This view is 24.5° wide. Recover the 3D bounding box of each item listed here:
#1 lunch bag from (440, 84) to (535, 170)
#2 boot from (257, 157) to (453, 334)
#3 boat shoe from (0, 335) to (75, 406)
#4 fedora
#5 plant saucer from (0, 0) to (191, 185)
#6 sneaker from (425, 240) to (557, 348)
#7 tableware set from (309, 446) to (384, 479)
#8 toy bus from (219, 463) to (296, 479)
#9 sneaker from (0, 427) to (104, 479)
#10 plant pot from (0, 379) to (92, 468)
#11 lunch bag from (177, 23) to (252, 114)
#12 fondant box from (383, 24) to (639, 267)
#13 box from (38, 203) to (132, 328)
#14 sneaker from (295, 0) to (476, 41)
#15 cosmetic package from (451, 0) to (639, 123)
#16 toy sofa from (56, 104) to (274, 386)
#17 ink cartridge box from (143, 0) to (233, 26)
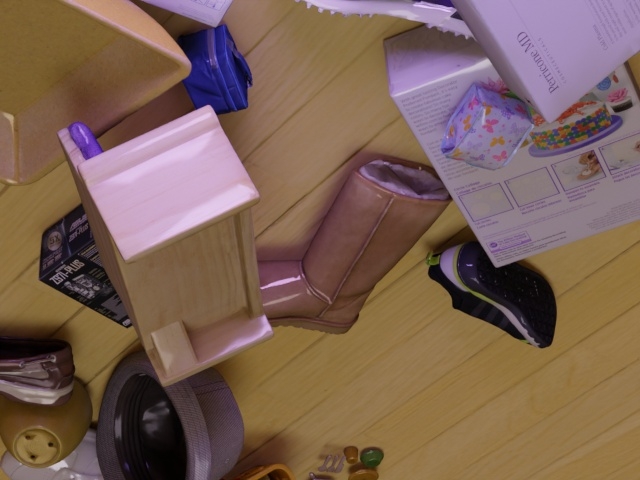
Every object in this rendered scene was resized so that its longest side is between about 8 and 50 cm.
[{"bbox_3d":[0.174,-0.116,1.562,0.071,0.053,0.083,15,126,-22],"label":"lunch bag"},{"bbox_3d":[0.000,0.000,1.804,0.236,0.089,0.269,6,139,-27],"label":"boot"},{"bbox_3d":[-0.452,0.149,1.944,0.257,0.095,0.095,7,114,-11],"label":"boat shoe"},{"bbox_3d":[-0.193,0.269,2.025,0.124,0.244,0.275,-12,139,-37],"label":"fedora"},{"bbox_3d":[-0.345,-0.199,1.431,0.333,0.081,0.332,25,144,-33],"label":"plant saucer"},{"bbox_3d":[0.222,0.066,1.918,0.097,0.084,0.234,-7,145,41],"label":"sneaker"},{"bbox_3d":[0.036,0.365,2.272,0.104,0.024,0.154,6,137,-16],"label":"tableware set"},{"bbox_3d":[-0.091,0.389,2.218,0.104,0.202,0.191,-28,135,-20],"label":"toy bus"},{"bbox_3d":[-0.313,0.361,2.136,0.305,0.152,0.114,13,138,-17],"label":"sneaker"},{"bbox_3d":[-0.384,0.259,2.020,0.134,0.095,0.134,-1,117,-3],"label":"plant pot"},{"bbox_3d":[-0.110,-0.180,1.593,0.065,0.067,0.098,-12,139,10],"label":"lunch bag"},{"bbox_3d":[0.245,-0.129,1.663,0.238,0.096,0.330,-19,138,17],"label":"fondant box"},{"bbox_3d":[-0.230,0.010,1.793,0.180,0.078,0.147,-34,132,30],"label":"box"},{"bbox_3d":[0.085,-0.297,1.463,0.293,0.102,0.146,10,121,-7],"label":"sneaker"},{"bbox_3d":[0.220,-0.330,1.338,0.284,0.097,0.377,-40,129,0],"label":"cosmetic package"},{"bbox_3d":[-0.157,-0.003,1.582,0.150,0.177,0.362,-25,155,-11],"label":"toy sofa"},{"bbox_3d":[-0.186,-0.288,1.441,0.207,0.097,0.046,17,136,-23],"label":"ink cartridge box"}]
